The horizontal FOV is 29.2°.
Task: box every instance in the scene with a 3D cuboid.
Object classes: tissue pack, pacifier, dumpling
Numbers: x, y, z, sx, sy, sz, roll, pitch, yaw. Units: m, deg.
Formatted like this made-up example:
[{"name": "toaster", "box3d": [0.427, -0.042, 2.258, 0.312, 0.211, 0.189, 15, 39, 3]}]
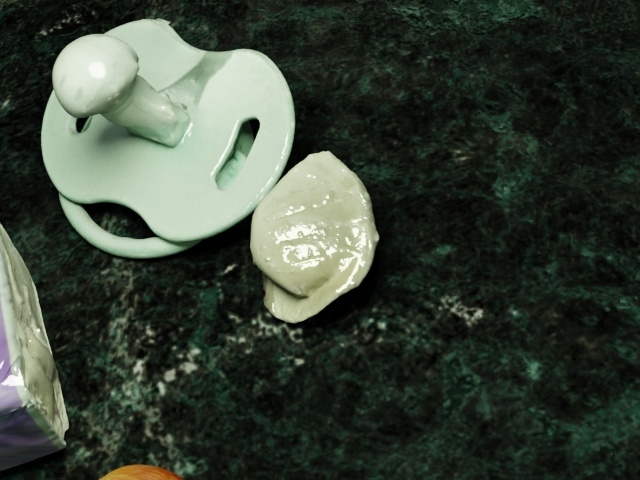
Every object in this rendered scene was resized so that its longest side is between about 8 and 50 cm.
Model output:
[{"name": "tissue pack", "box3d": [-0.447, 0.145, 1.266, 0.338, 0.160, 0.242, -18, 55, -3]}, {"name": "pacifier", "box3d": [-0.211, -0.134, 1.390, 0.343, 0.269, 0.288, 18, 81, 30]}, {"name": "dumpling", "box3d": [-0.001, 0.001, 1.327, 0.150, 0.092, 0.176, 16, 56, 28]}]

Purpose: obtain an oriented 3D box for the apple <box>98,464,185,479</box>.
[{"name": "apple", "box3d": [-0.168, 0.272, 1.102, 0.131, 0.146, 0.146, 33, 63, 17]}]
